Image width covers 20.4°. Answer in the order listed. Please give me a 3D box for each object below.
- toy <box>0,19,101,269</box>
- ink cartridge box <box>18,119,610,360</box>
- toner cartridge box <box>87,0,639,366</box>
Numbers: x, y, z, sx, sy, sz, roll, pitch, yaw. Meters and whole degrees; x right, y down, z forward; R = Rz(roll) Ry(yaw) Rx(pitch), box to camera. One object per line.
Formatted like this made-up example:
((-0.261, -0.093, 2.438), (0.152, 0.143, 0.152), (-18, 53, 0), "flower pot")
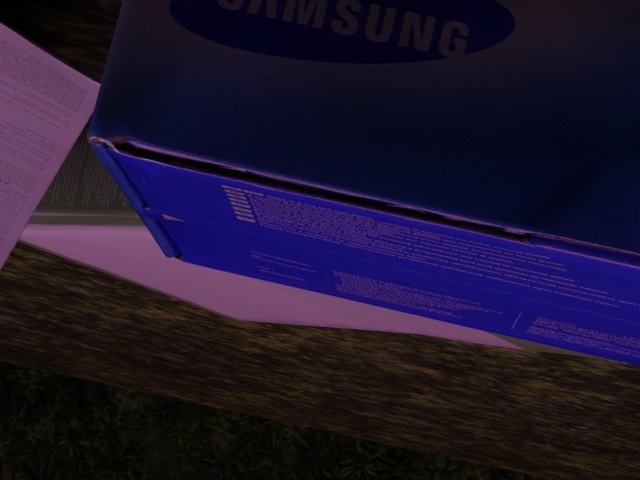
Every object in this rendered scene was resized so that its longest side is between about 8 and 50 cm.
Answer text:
((-0.145, -0.061, 0.590), (0.137, 0.056, 0.237), (29, 161, -9), "toy")
((0.000, 0.000, 0.749), (0.235, 0.056, 0.171), (2, 165, 38), "ink cartridge box")
((0.122, -0.005, 0.497), (0.348, 0.075, 0.165), (13, 169, 4), "toner cartridge box")
